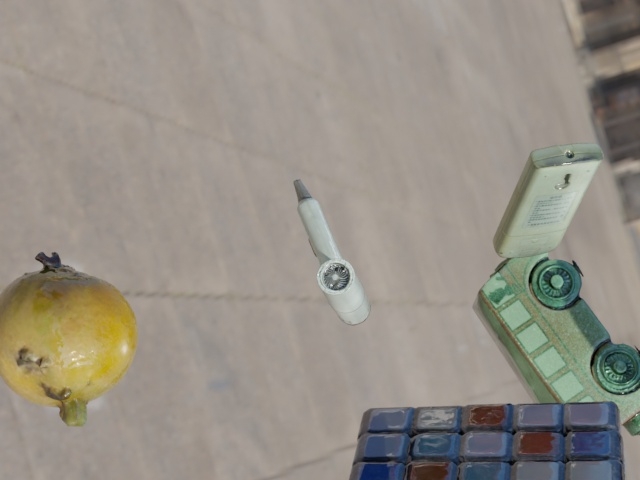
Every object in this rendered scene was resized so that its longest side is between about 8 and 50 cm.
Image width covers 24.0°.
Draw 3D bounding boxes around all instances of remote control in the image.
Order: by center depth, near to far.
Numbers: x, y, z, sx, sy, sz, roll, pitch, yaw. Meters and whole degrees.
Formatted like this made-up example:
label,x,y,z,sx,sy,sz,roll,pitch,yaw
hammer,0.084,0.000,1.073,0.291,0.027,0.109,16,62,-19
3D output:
label,x,y,z,sx,sy,sz,roll,pitch,yaw
remote control,0.299,-0.051,2.010,0.233,0.098,0.038,105,-26,-58

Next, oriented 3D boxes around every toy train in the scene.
label,x,y,z,sx,sy,sz,roll,pitch,yaw
toy train,0.354,0.159,2.190,0.326,0.159,0.129,55,-6,13

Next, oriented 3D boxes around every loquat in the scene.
label,x,y,z,sx,sy,sz,roll,pitch,yaw
loquat,-0.295,0.117,1.738,0.149,0.172,0.204,130,-44,-55

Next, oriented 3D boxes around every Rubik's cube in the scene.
label,x,y,z,sx,sy,sz,roll,pitch,yaw
Rubik's cube,0.180,0.360,1.575,0.287,0.293,0.291,-72,155,-62

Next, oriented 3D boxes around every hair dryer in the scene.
label,x,y,z,sx,sy,sz,roll,pitch,yaw
hair dryer,-0.002,-0.004,1.659,0.155,0.044,0.183,67,-1,-73
